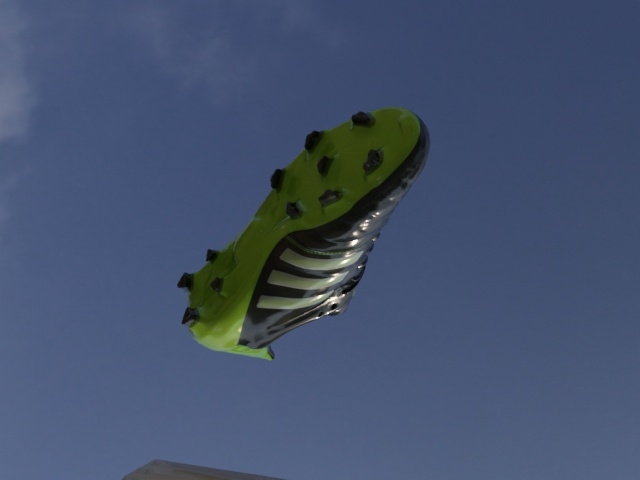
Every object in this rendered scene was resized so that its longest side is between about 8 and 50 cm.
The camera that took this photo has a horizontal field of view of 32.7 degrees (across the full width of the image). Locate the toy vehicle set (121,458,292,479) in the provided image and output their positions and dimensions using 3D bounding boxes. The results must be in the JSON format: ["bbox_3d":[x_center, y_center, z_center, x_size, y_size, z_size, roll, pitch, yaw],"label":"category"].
[{"bbox_3d":[0.049,0.183,0.393,0.267,0.035,0.166,6,-89,15],"label":"toy vehicle set"}]

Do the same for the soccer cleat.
[{"bbox_3d":[0.000,0.000,0.546,0.179,0.072,0.060,-42,-140,33],"label":"soccer cleat"}]
